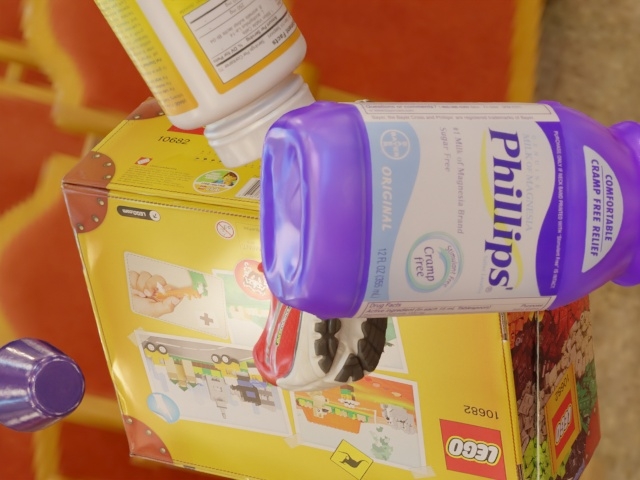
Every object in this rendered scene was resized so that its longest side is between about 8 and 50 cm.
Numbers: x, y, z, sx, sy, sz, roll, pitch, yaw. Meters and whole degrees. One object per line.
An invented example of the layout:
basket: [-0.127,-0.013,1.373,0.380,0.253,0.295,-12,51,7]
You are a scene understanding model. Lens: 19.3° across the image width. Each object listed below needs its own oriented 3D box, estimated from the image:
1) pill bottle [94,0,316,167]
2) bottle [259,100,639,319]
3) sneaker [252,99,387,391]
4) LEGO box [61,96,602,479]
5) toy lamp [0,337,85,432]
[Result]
pill bottle: [-0.089,-0.163,1.367,0.117,0.215,0.117,-29,15,9]
bottle: [0.109,-0.019,1.043,0.092,0.283,0.118,-166,76,-68]
sneaker: [0.000,0.000,1.618,0.118,0.107,0.279,-13,51,42]
LEGO box: [0.016,0.075,1.962,0.193,0.500,0.372,-50,-40,-46]
toy lamp: [-0.275,0.119,1.578,0.274,0.080,0.080,-2,73,59]
